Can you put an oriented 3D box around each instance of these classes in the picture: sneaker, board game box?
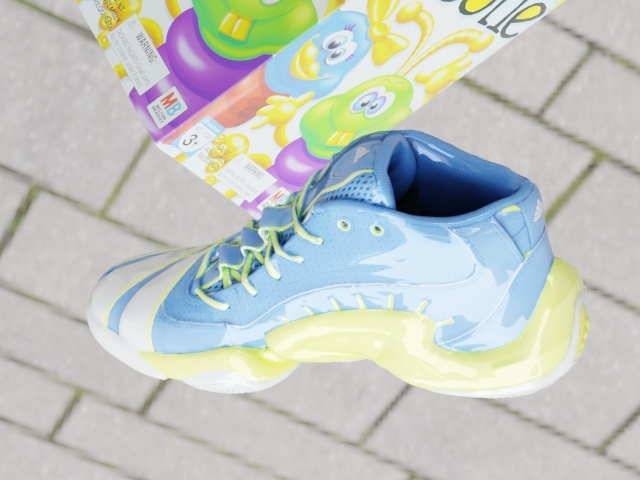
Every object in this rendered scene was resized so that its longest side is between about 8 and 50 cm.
[{"bbox_3d":[0.000,0.000,0.851,0.240,0.091,0.126,1,127,16],"label":"sneaker"},{"bbox_3d":[0.016,-0.162,1.096,0.275,0.144,0.142,-36,151,9],"label":"board game box"}]
